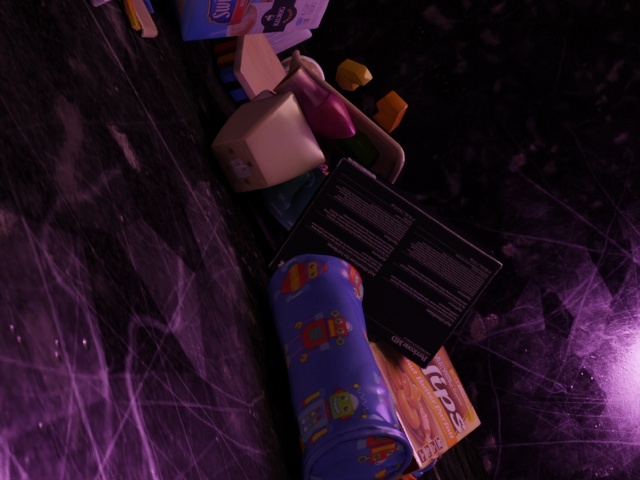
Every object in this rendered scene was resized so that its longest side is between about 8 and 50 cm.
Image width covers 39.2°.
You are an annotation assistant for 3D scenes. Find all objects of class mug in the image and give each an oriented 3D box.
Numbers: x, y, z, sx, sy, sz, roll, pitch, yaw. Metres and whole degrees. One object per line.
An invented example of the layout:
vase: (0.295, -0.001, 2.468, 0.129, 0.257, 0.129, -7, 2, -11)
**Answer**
mug: (-0.036, -0.073, 1.359, 0.158, 0.097, 0.129, 40, 7, -47)

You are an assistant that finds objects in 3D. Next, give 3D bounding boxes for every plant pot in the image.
plant pot: (-0.079, -0.122, 1.202, 0.096, 0.109, 0.109, -42, 114, -38)

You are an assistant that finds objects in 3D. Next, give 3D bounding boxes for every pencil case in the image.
pencil case: (0.016, 0.148, 1.036, 0.306, 0.119, 0.133, -105, 178, -50)

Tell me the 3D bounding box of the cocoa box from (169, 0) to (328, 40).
cocoa box: (-0.131, -0.506, 1.328, 0.347, 0.228, 0.231, 69, -25, 20)

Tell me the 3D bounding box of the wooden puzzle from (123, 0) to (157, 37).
wooden puzzle: (-0.225, -0.285, 1.106, 0.116, 0.014, 0.078, -42, 112, -81)

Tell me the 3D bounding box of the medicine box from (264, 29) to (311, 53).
medicine box: (-0.151, -0.501, 1.727, 0.289, 0.149, 0.263, -27, 93, -83)

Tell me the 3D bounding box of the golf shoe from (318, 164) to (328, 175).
golf shoe: (-0.057, -0.176, 1.740, 0.086, 0.067, 0.186, 38, -12, 40)

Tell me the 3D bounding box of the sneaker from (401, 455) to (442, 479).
sneaker: (0.139, 0.292, 1.522, 0.083, 0.087, 0.221, 42, 25, -72)

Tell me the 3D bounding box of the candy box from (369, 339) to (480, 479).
candy box: (0.126, 0.235, 1.338, 0.316, 0.087, 0.183, -1, 64, -65)

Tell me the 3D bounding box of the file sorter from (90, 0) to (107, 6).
file sorter: (-0.151, -0.409, 0.970, 0.278, 0.173, 0.193, -45, 113, -47)

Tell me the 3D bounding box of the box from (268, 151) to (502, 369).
box: (0.088, 0.026, 1.252, 0.261, 0.184, 0.103, 34, 9, -5)

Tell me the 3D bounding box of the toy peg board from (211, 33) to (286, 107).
toy peg board: (-0.131, -0.283, 1.556, 0.161, 0.079, 0.160, 56, 28, -47)

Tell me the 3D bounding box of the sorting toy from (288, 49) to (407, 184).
sorting toy: (0.026, -0.165, 1.294, 0.229, 0.041, 0.307, 46, -18, 8)

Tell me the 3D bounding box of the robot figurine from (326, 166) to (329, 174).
robot figurine: (0.039, -0.140, 1.979, 0.158, 0.128, 0.219, -4, 64, -40)

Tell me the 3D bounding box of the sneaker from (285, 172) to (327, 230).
sneaker: (0.000, 0.000, 1.459, 0.112, 0.121, 0.299, 26, 31, -29)

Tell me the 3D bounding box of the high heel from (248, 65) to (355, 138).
high heel: (-0.046, -0.165, 1.288, 0.117, 0.082, 0.244, 46, -32, -14)

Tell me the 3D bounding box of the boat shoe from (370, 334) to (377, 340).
boat shoe: (0.083, 0.121, 1.761, 0.073, 0.073, 0.207, -32, 95, -44)

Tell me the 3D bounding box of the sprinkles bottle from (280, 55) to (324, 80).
sprinkles bottle: (-0.053, -0.318, 1.922, 0.355, 0.121, 0.121, -87, 152, -73)
